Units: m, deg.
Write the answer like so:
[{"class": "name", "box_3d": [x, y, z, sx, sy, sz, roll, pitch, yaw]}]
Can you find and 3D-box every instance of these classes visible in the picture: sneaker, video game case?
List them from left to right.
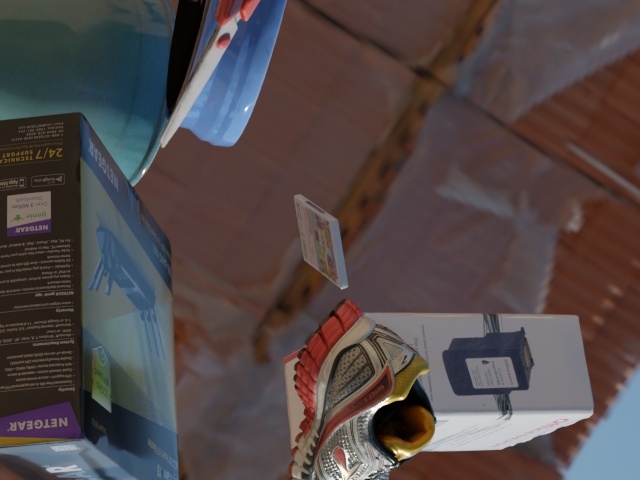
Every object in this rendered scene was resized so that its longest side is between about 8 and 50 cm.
[{"class": "video game case", "box_3d": [0.000, 0.000, 1.997, 0.011, 0.087, 0.122, -15, -159, -17]}, {"class": "sneaker", "box_3d": [0.033, 0.147, 1.218, 0.088, 0.092, 0.225, -46, 152, -31]}]

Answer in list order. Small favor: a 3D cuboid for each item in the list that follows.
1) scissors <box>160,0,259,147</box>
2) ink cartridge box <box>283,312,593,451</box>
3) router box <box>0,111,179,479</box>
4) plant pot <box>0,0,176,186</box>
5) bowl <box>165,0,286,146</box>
[{"class": "scissors", "box_3d": [-0.074, -0.196, 1.492, 0.109, 0.021, 0.297, -26, 152, -35]}, {"class": "ink cartridge box", "box_3d": [0.109, 0.136, 1.555, 0.172, 0.237, 0.100, 144, -57, -59]}, {"class": "router box", "box_3d": [-0.181, 0.071, 1.287, 0.309, 0.081, 0.243, 66, 19, -71]}, {"class": "plant pot", "box_3d": [-0.351, -0.214, 2.081, 0.271, 0.255, 0.272, -26, -121, 55]}, {"class": "bowl", "box_3d": [-0.095, -0.299, 1.808, 0.391, 0.077, 0.391, -168, -90, -79]}]
